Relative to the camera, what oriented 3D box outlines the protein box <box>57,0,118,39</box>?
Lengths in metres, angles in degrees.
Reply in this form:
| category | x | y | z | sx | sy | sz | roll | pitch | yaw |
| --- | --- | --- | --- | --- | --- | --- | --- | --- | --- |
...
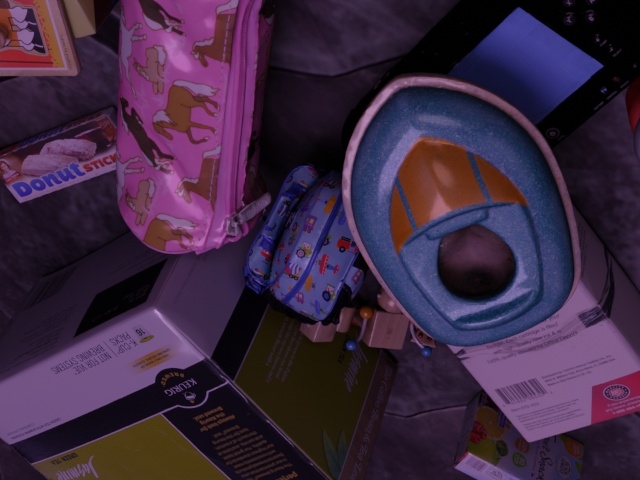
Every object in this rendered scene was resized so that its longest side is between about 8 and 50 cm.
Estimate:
| category | x | y | z | sx | sy | sz | roll | pitch | yaw |
| --- | --- | --- | --- | --- | --- | --- | --- | --- | --- |
| protein box | -0.307 | -0.283 | 1.175 | 0.201 | 0.136 | 0.200 | -9 | 127 | 25 |

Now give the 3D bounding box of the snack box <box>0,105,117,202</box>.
| category | x | y | z | sx | sy | sz | roll | pitch | yaw |
| --- | --- | --- | --- | --- | --- | --- | --- | --- | --- |
| snack box | -0.278 | -0.092 | 1.409 | 0.178 | 0.022 | 0.064 | -16 | 124 | 30 |

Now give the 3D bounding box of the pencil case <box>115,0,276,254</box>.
| category | x | y | z | sx | sy | sz | roll | pitch | yaw |
| --- | --- | --- | --- | --- | --- | --- | --- | --- | --- |
| pencil case | -0.109 | -0.168 | 1.191 | 0.167 | 0.160 | 0.386 | 15 | 132 | 8 |

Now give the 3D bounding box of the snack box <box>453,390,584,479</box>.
| category | x | y | z | sx | sy | sz | roll | pitch | yaw |
| --- | --- | --- | --- | --- | --- | --- | --- | --- | --- |
| snack box | 0.227 | 0.245 | 1.471 | 0.141 | 0.100 | 0.037 | 29 | 132 | -6 |

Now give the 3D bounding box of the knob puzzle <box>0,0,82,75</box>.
| category | x | y | z | sx | sy | sz | roll | pitch | yaw |
| --- | --- | --- | --- | --- | --- | --- | --- | --- | --- |
| knob puzzle | -0.321 | -0.215 | 1.124 | 0.213 | 0.030 | 0.213 | 10 | 133 | 11 |

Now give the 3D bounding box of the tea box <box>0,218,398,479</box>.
| category | x | y | z | sx | sy | sz | roll | pitch | yaw |
| --- | --- | --- | --- | --- | --- | --- | --- | --- | --- |
| tea box | -0.151 | 0.162 | 1.451 | 0.329 | 0.220 | 0.323 | -25 | 117 | 35 |

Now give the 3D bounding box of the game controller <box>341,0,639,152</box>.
| category | x | y | z | sx | sy | sz | roll | pitch | yaw |
| --- | --- | --- | --- | --- | --- | --- | --- | --- | --- |
| game controller | 0.162 | -0.141 | 1.182 | 0.166 | 0.067 | 0.319 | 36 | 132 | -13 |

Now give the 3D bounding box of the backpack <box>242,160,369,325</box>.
| category | x | y | z | sx | sy | sz | roll | pitch | yaw |
| --- | --- | --- | --- | --- | --- | --- | --- | --- | --- |
| backpack | 0.000 | 0.000 | 1.265 | 0.117 | 0.158 | 0.173 | 27 | 173 | -2 |

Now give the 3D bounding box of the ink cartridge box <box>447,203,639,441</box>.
| category | x | y | z | sx | sy | sz | roll | pitch | yaw |
| --- | --- | --- | --- | --- | --- | --- | --- | --- | --- |
| ink cartridge box | 0.227 | 0.079 | 1.327 | 0.172 | 0.100 | 0.237 | -24 | 119 | 33 |

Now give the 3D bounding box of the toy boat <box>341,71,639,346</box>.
| category | x | y | z | sx | sy | sz | roll | pitch | yaw |
| --- | --- | --- | --- | --- | --- | --- | --- | --- | --- |
| toy boat | 0.176 | -0.047 | 1.103 | 0.318 | 0.148 | 0.267 | -26 | 112 | 14 |

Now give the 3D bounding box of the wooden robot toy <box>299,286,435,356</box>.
| category | x | y | z | sx | sy | sz | roll | pitch | yaw |
| --- | --- | --- | --- | --- | --- | --- | --- | --- | --- |
| wooden robot toy | 0.063 | 0.072 | 1.398 | 0.173 | 0.076 | 0.079 | 7 | 111 | -25 |
